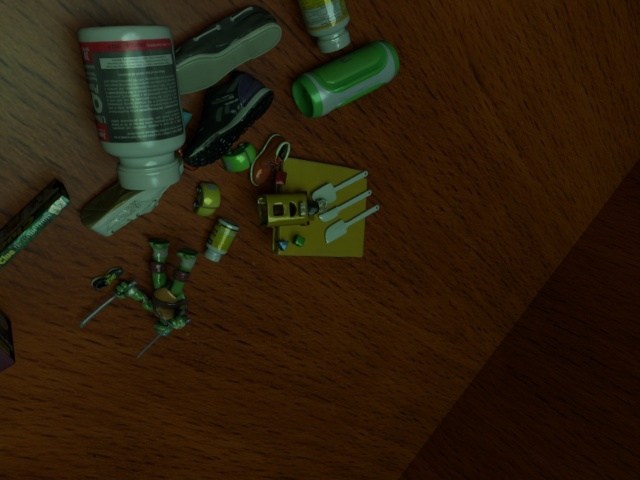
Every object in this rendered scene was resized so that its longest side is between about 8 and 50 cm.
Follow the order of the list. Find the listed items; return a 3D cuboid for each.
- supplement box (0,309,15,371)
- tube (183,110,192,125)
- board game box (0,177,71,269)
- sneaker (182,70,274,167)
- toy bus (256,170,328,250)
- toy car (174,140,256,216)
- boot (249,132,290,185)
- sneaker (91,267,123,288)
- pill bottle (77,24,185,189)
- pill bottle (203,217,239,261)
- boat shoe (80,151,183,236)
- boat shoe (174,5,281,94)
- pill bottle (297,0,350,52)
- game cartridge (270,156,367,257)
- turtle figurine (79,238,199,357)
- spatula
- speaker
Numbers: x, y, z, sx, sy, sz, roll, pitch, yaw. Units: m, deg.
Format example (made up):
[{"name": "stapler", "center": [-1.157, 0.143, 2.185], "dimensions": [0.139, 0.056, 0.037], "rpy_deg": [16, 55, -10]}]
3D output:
[{"name": "supplement box", "center": [-0.743, 0.208, 1.058], "dimensions": [0.081, 0.188, 0.104], "rpy_deg": [-32, 128, -19]}, {"name": "tube", "center": [-0.407, -0.301, 1.130], "dimensions": [0.207, 0.052, 0.080], "rpy_deg": [18, 116, -44]}, {"name": "board game box", "center": [-0.652, -0.019, 1.042], "dimensions": [0.259, 0.136, 0.030], "rpy_deg": [-47, 132, -7]}, {"name": "sneaker", "center": [-0.254, -0.303, 1.195], "dimensions": [0.283, 0.124, 0.107], "rpy_deg": [-48, 175, -17]}, {"name": "toy bus", "center": [-0.073, -0.085, 1.316], "dimensions": [0.191, 0.104, 0.202], "rpy_deg": [42, 75, -20]}, {"name": "toy car", "center": [-0.262, -0.192, 1.278], "dimensions": [0.225, 0.053, 0.238], "rpy_deg": [-32, 131, -20]}, {"name": "boot", "center": [-0.140, -0.217, 1.338], "dimensions": [0.059, 0.085, 0.157], "rpy_deg": [20, 102, -42]}, {"name": "sneaker", "center": [-0.546, 0.101, 1.244], "dimensions": [0.083, 0.035, 0.031], "rpy_deg": [-32, 128, -18]}, {"name": "pill bottle", "center": [-0.379, -0.275, 1.006], "dimensions": [0.177, 0.176, 0.318], "rpy_deg": [-16, 117, -29]}, {"name": "pill bottle", "center": [-0.282, -0.001, 1.359], "dimensions": [0.065, 0.065, 0.116], "rpy_deg": [22, 98, -40]}, {"name": "boat shoe", "center": [-0.441, -0.111, 1.176], "dimensions": [0.277, 0.098, 0.096], "rpy_deg": [-35, 147, -2]}, {"name": "boat shoe", "center": [-0.253, -0.453, 1.145], "dimensions": [0.335, 0.095, 0.112], "rpy_deg": [-32, 163, -14]}, {"name": "pill bottle", "center": [0.007, -0.595, 1.224], "dimensions": [0.118, 0.118, 0.208], "rpy_deg": [-35, 128, -16]}, {"name": "game cartridge", "center": [0.004, -0.092, 1.470], "dimensions": [0.324, 0.053, 0.285], "rpy_deg": [4, 90, -38]}, {"name": "turtle figurine", "center": [-0.428, 0.143, 1.244], "dimensions": [0.275, 0.198, 0.266], "rpy_deg": [5, 104, -43]}, {"name": "spatula", "center": [0.084, -0.115, 1.486], "dimensions": [0.242, 0.019, 0.168], "rpy_deg": [-31, 109, -32]}, {"name": "speaker", "center": [0.072, -0.449, 1.339], "dimensions": [0.297, 0.131, 0.131], "rpy_deg": [-32, 128, -19]}]
